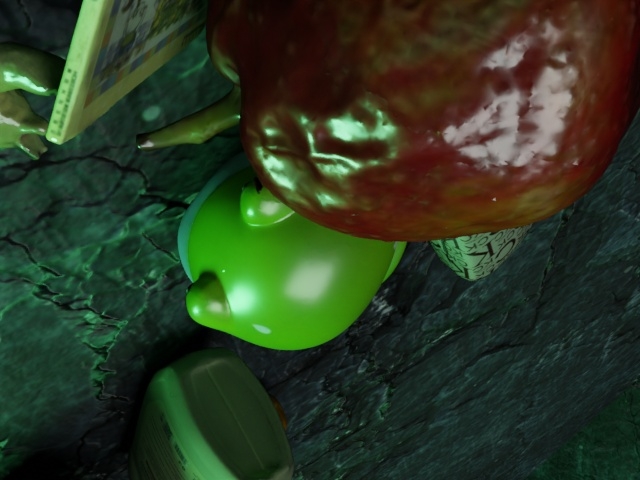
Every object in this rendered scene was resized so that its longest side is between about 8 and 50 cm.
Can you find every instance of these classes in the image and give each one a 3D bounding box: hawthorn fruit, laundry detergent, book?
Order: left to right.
[{"bbox_3d":[-0.056,-0.152,0.335,0.192,0.013,0.168,-59,-176,35],"label":"book"},{"bbox_3d":[-0.120,0.229,0.744,0.091,0.181,0.253,-17,151,-38],"label":"laundry detergent"},{"bbox_3d":[0.029,-0.097,0.408,0.266,0.230,0.210,-25,178,8],"label":"hawthorn fruit"}]

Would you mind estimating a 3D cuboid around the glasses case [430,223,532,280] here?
[{"bbox_3d":[0.140,-0.072,0.663,0.137,0.085,0.354,-48,150,-8],"label":"glasses case"}]

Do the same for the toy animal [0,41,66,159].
[{"bbox_3d":[-0.202,-0.089,0.316,0.101,0.103,0.219,-33,158,35],"label":"toy animal"}]

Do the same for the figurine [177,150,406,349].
[{"bbox_3d":[0.000,0.000,0.595,0.162,0.143,0.263,-54,157,20],"label":"figurine"}]

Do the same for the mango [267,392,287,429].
[{"bbox_3d":[-0.087,0.200,0.847,0.080,0.060,0.114,-26,154,14],"label":"mango"}]
